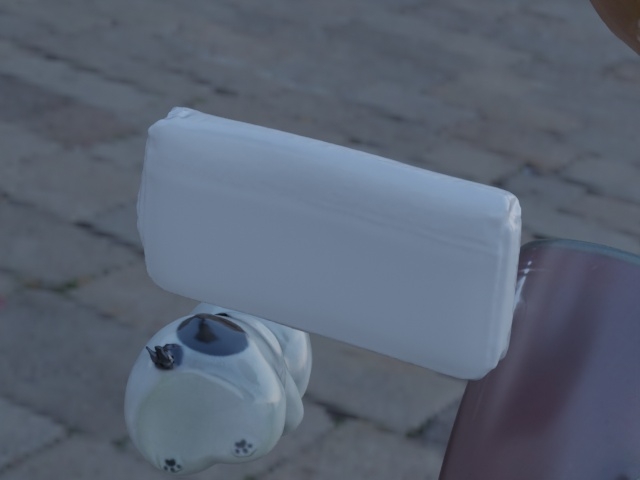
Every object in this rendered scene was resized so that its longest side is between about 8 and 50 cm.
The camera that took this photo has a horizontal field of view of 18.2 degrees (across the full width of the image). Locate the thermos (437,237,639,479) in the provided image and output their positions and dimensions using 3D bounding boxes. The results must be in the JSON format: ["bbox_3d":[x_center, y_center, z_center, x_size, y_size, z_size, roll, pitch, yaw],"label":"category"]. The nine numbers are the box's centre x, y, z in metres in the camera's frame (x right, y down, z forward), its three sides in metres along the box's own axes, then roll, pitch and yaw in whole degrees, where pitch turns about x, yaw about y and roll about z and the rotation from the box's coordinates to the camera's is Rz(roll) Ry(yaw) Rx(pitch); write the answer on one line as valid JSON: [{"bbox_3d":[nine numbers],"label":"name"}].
[{"bbox_3d":[0.116,0.145,0.936,0.146,0.265,0.176,25,-16,-6],"label":"thermos"}]

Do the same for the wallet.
[{"bbox_3d":[0.000,0.000,0.896,0.190,0.095,0.033,14,27,23],"label":"wallet"}]

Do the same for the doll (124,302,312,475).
[{"bbox_3d":[-0.064,0.094,1.364,0.110,0.107,0.181,-16,5,18],"label":"doll"}]

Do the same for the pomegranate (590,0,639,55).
[{"bbox_3d":[0.244,-0.175,1.180,0.191,0.191,0.191,10,20,-4],"label":"pomegranate"}]
